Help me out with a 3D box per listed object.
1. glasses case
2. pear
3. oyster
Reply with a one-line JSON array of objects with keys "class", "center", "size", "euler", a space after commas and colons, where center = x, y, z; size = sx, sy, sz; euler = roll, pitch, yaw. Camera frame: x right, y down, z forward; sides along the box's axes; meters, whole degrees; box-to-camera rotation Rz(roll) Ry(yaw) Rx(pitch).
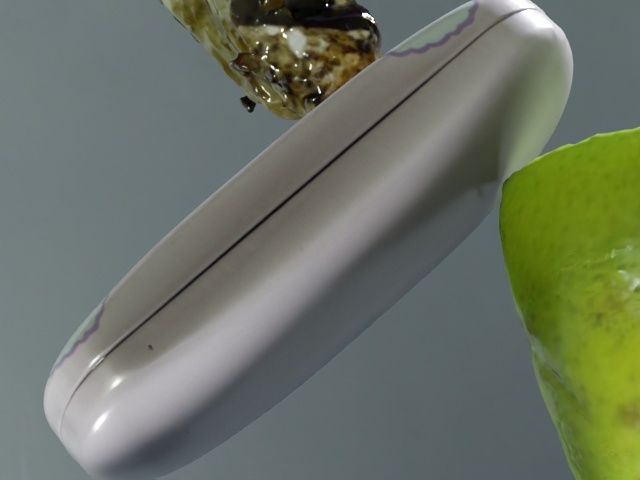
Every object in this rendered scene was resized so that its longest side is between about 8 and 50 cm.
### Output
[{"class": "glasses case", "center": [0.000, 0.000, 0.684], "size": [0.297, 0.113, 0.075], "euler": [-40, 65, -10]}, {"class": "pear", "center": [0.240, 0.066, 0.656], "size": [0.288, 0.239, 0.139], "euler": [48, 33, -30]}, {"class": "oyster", "center": [-0.046, -0.173, 0.831], "size": [0.128, 0.079, 0.345], "euler": [-15, 55, -32]}]
